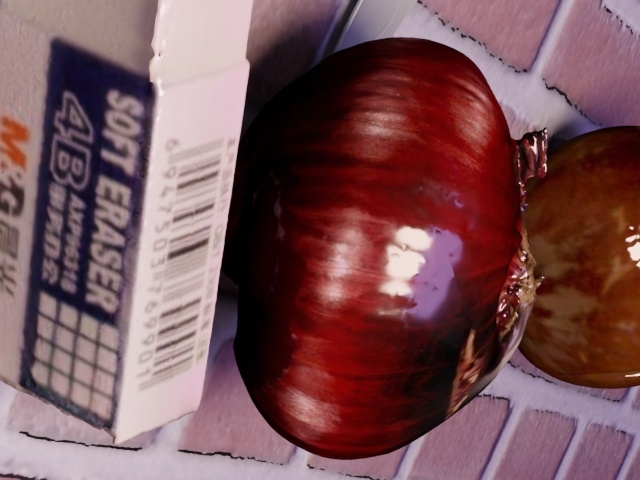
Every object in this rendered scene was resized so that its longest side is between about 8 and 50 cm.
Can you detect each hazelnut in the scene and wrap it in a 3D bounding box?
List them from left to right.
[{"bbox_3d":[0.252,0.013,1.709,0.218,0.218,0.234,-29,117,-49],"label":"hazelnut"}]

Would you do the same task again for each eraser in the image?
[{"bbox_3d":[-0.114,-0.044,1.063,0.086,0.130,0.287,-24,133,-47],"label":"eraser"}]

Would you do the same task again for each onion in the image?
[{"bbox_3d":[0.000,0.000,1.256,0.273,0.285,0.273,-174,-90,-83],"label":"onion"}]

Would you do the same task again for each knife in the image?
[{"bbox_3d":[0.081,-0.211,1.375,0.331,0.044,0.080,-53,154,-15],"label":"knife"}]
